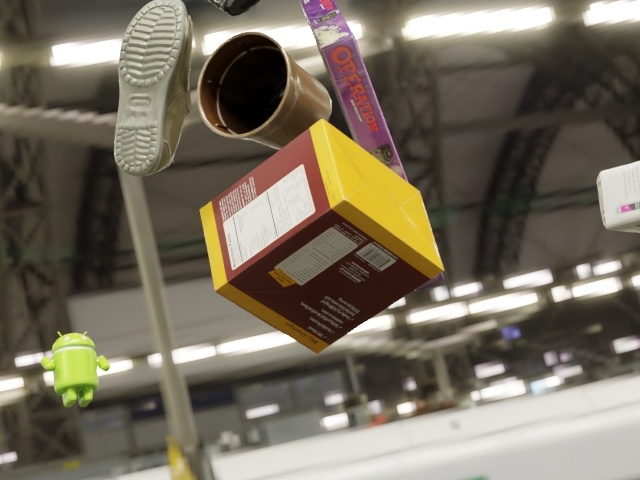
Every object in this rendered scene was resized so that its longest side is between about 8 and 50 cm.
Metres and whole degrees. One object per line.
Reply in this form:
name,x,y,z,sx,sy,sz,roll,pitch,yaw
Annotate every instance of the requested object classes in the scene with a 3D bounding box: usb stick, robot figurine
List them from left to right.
robot figurine,-0.372,0.192,2.447,0.101,0.115,0.067,1,-22,-22
usb stick,-0.166,-0.404,2.456,0.077,0.278,0.045,-37,-55,-8

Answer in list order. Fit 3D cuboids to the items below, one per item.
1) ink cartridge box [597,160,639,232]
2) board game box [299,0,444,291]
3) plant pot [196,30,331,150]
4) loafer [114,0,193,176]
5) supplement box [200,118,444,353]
ink cartridge box,0.500,-0.060,1.588,0.324,0.071,0.330,5,-14,-44
board game box,0.064,-0.128,2.041,0.056,0.347,0.208,-20,26,5
plant pot,-0.077,-0.216,2.480,0.167,0.167,0.165,-20,-21,25
loafer,-0.225,-0.208,2.223,0.094,0.251,0.087,10,-4,22
supplement box,0.000,0.000,1.865,0.194,0.129,0.191,-35,-45,22
